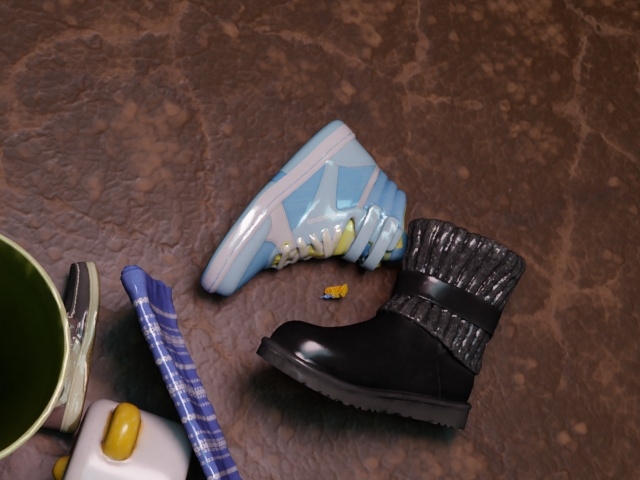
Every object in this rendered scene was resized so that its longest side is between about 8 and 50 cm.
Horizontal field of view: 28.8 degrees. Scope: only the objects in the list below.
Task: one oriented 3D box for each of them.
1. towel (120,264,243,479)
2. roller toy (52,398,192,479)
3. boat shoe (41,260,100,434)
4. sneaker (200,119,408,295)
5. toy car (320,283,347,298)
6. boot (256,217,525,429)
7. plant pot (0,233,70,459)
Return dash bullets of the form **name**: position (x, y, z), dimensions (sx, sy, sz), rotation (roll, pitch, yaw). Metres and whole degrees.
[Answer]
- **towel**: position (-0.153, 0.192, 1.526), dimensions (0.040, 0.243, 0.336), rotation (-24, 82, -4)
- **roller toy**: position (-0.247, 0.292, 1.484), dimensions (0.146, 0.209, 0.191), rotation (20, 77, -9)
- **boat shoe**: position (-0.326, 0.130, 1.577), dimensions (0.073, 0.080, 0.223), rotation (9, 74, -20)
- **sneaker**: position (0.000, 0.000, 1.698), dimensions (0.208, 0.127, 0.319), rotation (42, 66, 1)
- **toy car**: position (0.013, 0.123, 1.720), dimensions (0.040, 0.060, 0.122), rotation (-5, 46, 26)
- **boot**: position (0.096, 0.087, 1.630), dimensions (0.348, 0.131, 0.260), rotation (18, 92, -35)
- **plant pot**: position (-0.436, 0.151, 1.418), dimensions (0.275, 0.293, 0.275), rotation (5, 71, -15)
